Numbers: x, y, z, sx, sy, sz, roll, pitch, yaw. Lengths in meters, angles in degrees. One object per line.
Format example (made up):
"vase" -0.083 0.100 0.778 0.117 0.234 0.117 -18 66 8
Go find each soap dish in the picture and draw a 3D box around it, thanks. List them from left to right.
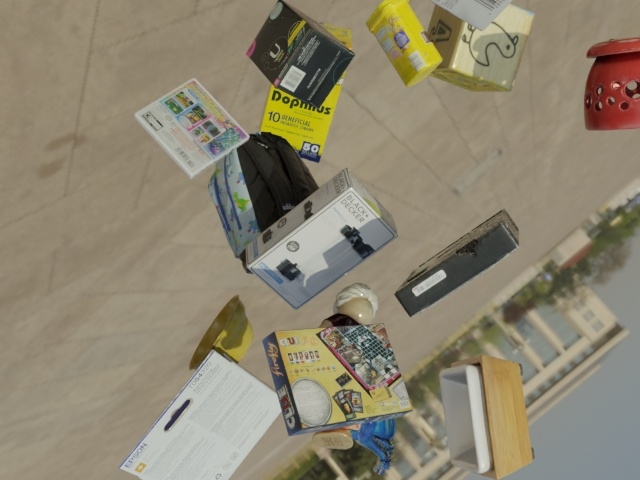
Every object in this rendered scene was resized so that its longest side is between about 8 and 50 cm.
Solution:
"soap dish" 0.330 0.351 1.694 0.118 0.229 0.291 -5 169 -3

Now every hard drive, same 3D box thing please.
"hard drive" 0.275 0.037 1.635 0.237 0.064 0.339 -35 178 13

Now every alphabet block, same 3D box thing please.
"alphabet block" 0.378 -0.487 2.076 0.193 0.192 0.197 -155 -100 -69

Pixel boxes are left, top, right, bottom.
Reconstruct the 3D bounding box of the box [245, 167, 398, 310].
"box" 0.000 0.000 1.797 0.290 0.169 0.087 -36 -151 16

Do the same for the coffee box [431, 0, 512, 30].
"coffee box" 0.111 -0.402 0.976 0.119 0.297 0.168 -43 -156 55

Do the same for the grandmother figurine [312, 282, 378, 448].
"grandmother figurine" 0.049 0.224 1.600 0.342 0.104 0.208 -75 156 -42

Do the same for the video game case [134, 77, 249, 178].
"video game case" -0.231 -0.205 1.520 0.143 0.157 0.019 -39 171 -29

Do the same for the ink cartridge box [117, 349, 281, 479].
"ink cartridge box" -0.270 0.425 1.926 0.324 0.071 0.330 -51 136 -7

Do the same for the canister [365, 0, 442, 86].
"canister" 0.181 -0.431 1.819 0.073 0.170 0.126 -30 178 -20

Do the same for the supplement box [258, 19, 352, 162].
"supplement box" -0.049 -0.437 2.418 0.195 0.194 0.357 -90 -165 -60

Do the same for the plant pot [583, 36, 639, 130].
"plant pot" 0.617 -0.310 1.660 0.191 0.174 0.191 -5 -173 1

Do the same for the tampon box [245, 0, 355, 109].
"tampon box" -0.040 -0.331 1.488 0.101 0.161 0.120 22 110 -38

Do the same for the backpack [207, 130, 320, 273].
"backpack" -0.130 -0.099 2.080 0.290 0.356 0.273 -10 168 -39

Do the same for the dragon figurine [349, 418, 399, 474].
"dragon figurine" 0.127 0.409 1.948 0.085 0.144 0.289 -94 -169 -65

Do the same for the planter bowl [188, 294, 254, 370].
"planter bowl" -0.224 0.245 2.047 0.217 0.090 0.217 -53 -168 16

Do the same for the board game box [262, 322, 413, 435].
"board game box" 0.031 0.226 1.403 0.243 0.165 0.042 1 152 -39
